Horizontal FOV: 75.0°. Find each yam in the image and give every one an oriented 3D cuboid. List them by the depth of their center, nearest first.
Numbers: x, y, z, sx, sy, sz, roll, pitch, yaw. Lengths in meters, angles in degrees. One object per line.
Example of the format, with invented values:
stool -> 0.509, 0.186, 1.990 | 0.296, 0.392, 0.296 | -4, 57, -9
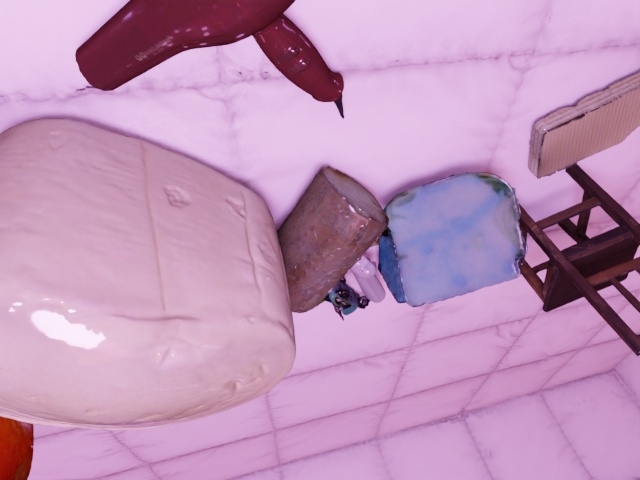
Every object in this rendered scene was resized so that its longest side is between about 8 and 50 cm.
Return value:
yam -> 0.000, 0.000, 0.787 | 0.161, 0.161, 0.268 | 13, 131, -33

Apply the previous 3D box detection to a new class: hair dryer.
hair dryer -> -0.087, -0.235, 0.558 | 0.312, 0.123, 0.340 | -26, 152, 23

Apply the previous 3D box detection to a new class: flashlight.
flashlight -> 0.110, 0.085, 0.980 | 0.047, 0.093, 0.200 | -49, 140, -14

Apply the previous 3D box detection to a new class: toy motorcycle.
toy motorcycle -> 0.051, 0.146, 1.051 | 0.100, 0.058, 0.173 | -33, 138, 25

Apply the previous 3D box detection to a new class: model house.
model house -> 0.256, -0.004, 0.899 | 0.261, 0.226, 0.241 | -14, 177, -3

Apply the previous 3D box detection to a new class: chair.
chair -> 0.588, 0.069, 0.903 | 0.203, 0.416, 0.241 | -23, 140, 4

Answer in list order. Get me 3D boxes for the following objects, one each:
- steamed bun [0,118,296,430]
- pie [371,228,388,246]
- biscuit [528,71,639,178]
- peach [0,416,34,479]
steamed bun -> -0.270, 0.074, 0.596 | 0.455, 0.371, 0.290 | 21, 126, -34
pie -> 0.116, -0.012, 0.928 | 0.085, 0.017, 0.085 | -11, 139, -10
biscuit -> 0.545, -0.233, 0.832 | 0.252, 0.052, 0.150 | -25, 143, 8
peach -> -0.717, 0.360, 0.752 | 0.339, 0.353, 0.417 | -5, 117, 9
